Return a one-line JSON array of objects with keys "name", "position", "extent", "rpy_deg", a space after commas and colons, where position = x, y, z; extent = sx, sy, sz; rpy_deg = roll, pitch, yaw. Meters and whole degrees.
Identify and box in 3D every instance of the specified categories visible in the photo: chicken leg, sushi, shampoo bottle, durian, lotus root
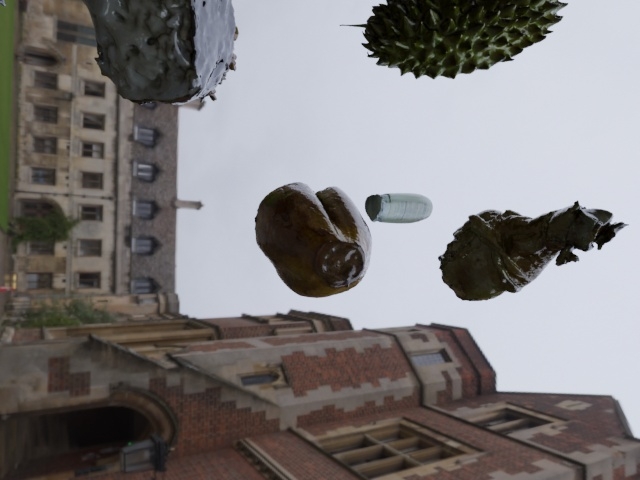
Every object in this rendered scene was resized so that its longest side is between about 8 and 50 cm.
[{"name": "chicken leg", "position": [0.216, 0.004, 0.553], "extent": [0.103, 0.088, 0.227], "rpy_deg": [65, -29, 11]}, {"name": "sushi", "position": [-0.258, -0.396, 0.792], "extent": [0.207, 0.234, 0.349], "rpy_deg": [-55, 159, -58]}, {"name": "shampoo bottle", "position": [0.182, -0.075, 1.117], "extent": [0.049, 0.212, 0.072], "rpy_deg": [32, -69, 38]}, {"name": "durian", "position": [0.227, -0.343, 0.736], "extent": [0.158, 0.355, 0.169], "rpy_deg": [69, -11, -21]}, {"name": "lotus root", "position": [0.001, 0.000, 0.839], "extent": [0.199, 0.188, 0.180], "rpy_deg": [61, -9, -22]}]

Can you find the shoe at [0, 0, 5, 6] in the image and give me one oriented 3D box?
[{"name": "shoe", "position": [-0.459, -0.374, 0.675], "extent": [0.149, 0.109, 0.293], "rpy_deg": [-49, -166, 50]}]
